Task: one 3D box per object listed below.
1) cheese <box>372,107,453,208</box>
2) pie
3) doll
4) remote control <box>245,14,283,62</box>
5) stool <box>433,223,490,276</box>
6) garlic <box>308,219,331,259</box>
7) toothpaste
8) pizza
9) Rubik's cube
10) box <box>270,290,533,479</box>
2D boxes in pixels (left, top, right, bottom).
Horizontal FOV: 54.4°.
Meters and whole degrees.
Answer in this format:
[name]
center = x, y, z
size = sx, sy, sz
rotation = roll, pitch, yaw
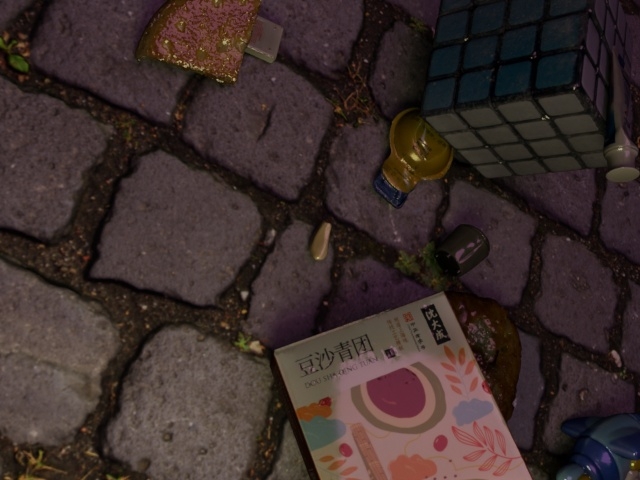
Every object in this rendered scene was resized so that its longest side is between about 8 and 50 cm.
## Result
[cheese]
center = 0.212, -0.193, 1.399
size = 0.177, 0.069, 0.270
rotation = 41, 66, -13
[pie]
center = 0.303, 0.276, 1.323
size = 0.288, 0.103, 0.354
rotation = 40, 62, -13
[doll]
center = 0.689, 0.527, 1.411
size = 0.366, 0.187, 0.376
rotation = 41, 46, -21
[remote control]
center = -0.172, -0.441, 1.285
size = 0.190, 0.029, 0.087
rotation = 18, 71, -22
[stool]
center = 0.315, 0.024, 1.390
size = 0.110, 0.096, 0.096
rotation = -38, 97, -23
[garlic]
center = 0.001, 0.000, 1.259
size = 0.041, 0.053, 0.083
rotation = 16, 85, -6
[toothpaste]
center = 0.574, -0.240, 1.190
size = 0.096, 0.061, 0.266
rotation = 31, 61, -43
[pizza]
center = -0.216, -0.396, 1.218
size = 0.292, 0.058, 0.197
rotation = -35, 109, -9
[Rubik's cube]
center = 0.460, -0.360, 1.349
size = 0.344, 0.345, 0.337
rotation = 29, 66, -46
[box]
center = 0.136, 0.331, 1.120
size = 0.345, 0.122, 0.385
rotation = -18, 72, -14
